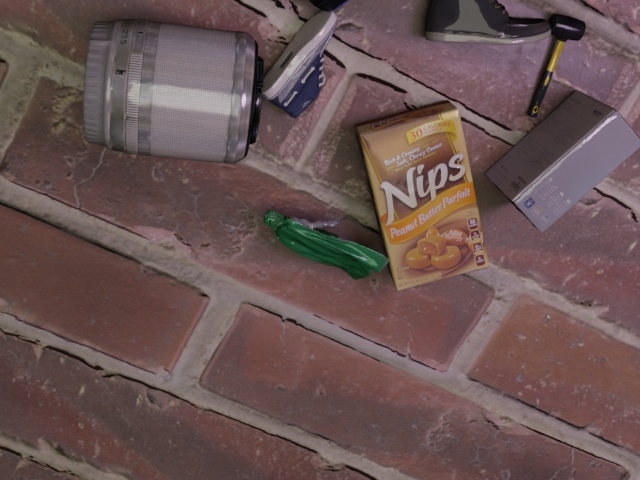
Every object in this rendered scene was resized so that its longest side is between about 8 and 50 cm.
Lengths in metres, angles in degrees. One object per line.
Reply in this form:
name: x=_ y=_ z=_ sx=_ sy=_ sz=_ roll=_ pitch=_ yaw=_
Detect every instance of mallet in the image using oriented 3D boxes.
mallet: x=0.411 y=-0.318 z=1.597 sx=0.062 sy=0.039 sz=0.189 roll=20 pitch=111 yaw=-14

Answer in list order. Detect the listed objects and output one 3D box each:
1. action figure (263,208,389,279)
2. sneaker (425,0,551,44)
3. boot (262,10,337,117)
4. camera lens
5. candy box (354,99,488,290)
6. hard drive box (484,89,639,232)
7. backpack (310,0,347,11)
action figure: x=0.000 y=0.000 z=1.635 sx=0.232 sy=0.063 sz=0.137 roll=24 pitch=149 yaw=-17
sneaker: x=0.296 y=-0.404 z=1.524 sx=0.222 sy=0.083 sz=0.118 roll=-1 pitch=110 yaw=-5
boot: x=-0.019 y=-0.309 z=1.542 sx=0.086 sy=0.069 sz=0.190 roll=34 pitch=104 yaw=-35
camera lens: x=-0.237 y=-0.245 z=1.450 sx=0.275 sy=0.219 sz=0.219 roll=5 pitch=110 yaw=-8
candy box: x=0.189 y=-0.081 z=1.629 sx=0.183 sy=0.087 sz=0.316 roll=-15 pitch=112 yaw=0
hard drive box: x=0.431 y=-0.146 z=1.583 sx=0.232 sy=0.181 sz=0.089 roll=-43 pitch=109 yaw=10
backpack: x=0.029 y=-0.447 z=1.471 sx=0.098 sy=0.101 sz=0.120 roll=44 pitch=132 yaw=-15
